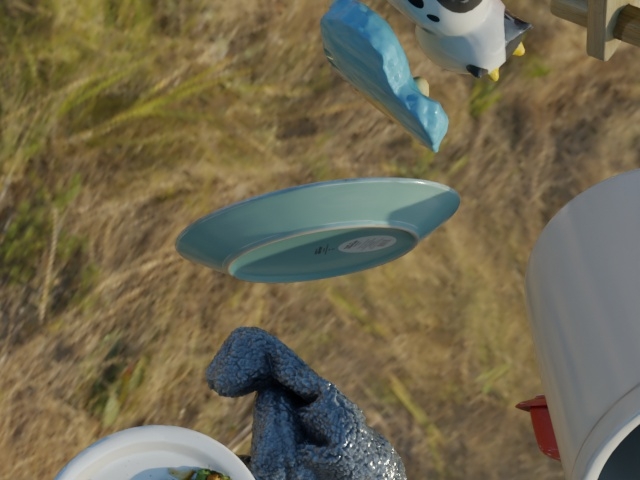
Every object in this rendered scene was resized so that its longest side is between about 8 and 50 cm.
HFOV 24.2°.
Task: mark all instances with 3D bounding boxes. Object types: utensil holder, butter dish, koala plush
[{"bbox_3d":[0.392,0.146,1.573,0.327,0.328,0.385,21,28,-16],"label":"utensil holder"},{"bbox_3d":[0.362,0.270,2.030,0.160,0.160,0.118,23,64,-59],"label":"butter dish"},{"bbox_3d":[-0.055,0.237,1.410,0.221,0.196,0.203,-45,49,-14],"label":"koala plush"}]

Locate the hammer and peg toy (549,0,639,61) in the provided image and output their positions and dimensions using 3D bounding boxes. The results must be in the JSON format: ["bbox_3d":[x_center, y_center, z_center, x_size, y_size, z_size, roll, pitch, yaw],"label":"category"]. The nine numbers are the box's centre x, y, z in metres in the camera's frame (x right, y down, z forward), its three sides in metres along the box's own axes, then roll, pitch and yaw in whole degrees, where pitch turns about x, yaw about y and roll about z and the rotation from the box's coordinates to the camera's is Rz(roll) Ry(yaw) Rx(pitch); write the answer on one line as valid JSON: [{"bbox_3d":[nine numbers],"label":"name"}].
[{"bbox_3d":[0.324,-0.371,1.385,0.127,0.361,0.266,25,62,23],"label":"hammer and peg toy"}]

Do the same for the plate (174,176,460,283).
[{"bbox_3d":[0.000,0.000,0.965,0.188,0.188,0.024,0,72,-28],"label":"plate"}]

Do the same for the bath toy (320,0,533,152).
[{"bbox_3d":[0.160,-0.236,1.156,0.129,0.151,0.348,41,87,18],"label":"bath toy"}]

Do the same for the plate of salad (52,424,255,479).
[{"bbox_3d":[-0.126,0.242,1.141,0.199,0.048,0.200,0,91,-24],"label":"plate of salad"}]
